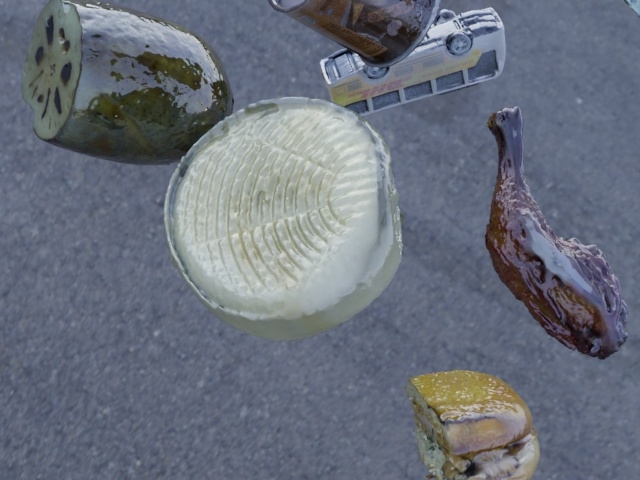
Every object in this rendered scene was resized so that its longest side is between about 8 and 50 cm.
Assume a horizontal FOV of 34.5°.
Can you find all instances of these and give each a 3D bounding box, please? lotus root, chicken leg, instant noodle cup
[{"bbox_3d":[-0.297,-0.248,1.690,0.346,0.250,0.250,7,50,-47],"label":"lotus root"},{"bbox_3d":[0.322,-0.010,1.517,0.158,0.096,0.407,-22,78,-12],"label":"chicken leg"},{"bbox_3d":[0.047,-0.401,1.600,0.207,0.217,0.217,15,48,-36],"label":"instant noodle cup"}]

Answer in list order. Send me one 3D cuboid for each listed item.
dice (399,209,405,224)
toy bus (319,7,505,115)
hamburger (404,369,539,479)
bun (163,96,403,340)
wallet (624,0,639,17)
[{"bbox_3d":[0.000,0.000,1.882,0.227,0.238,0.233,29,5,17],"label":"dice"},{"bbox_3d":[0.174,-0.328,1.923,0.343,0.138,0.097,-16,42,0],"label":"toy bus"},{"bbox_3d":[0.207,0.260,1.354,0.157,0.283,0.143,-3,97,-7],"label":"hamburger"},{"bbox_3d":[-0.038,-0.021,1.513,0.364,0.202,0.364,-6,65,14],"label":"bun"},{"bbox_3d":[0.520,-0.452,1.462,0.075,0.250,0.176,26,38,-30],"label":"wallet"}]
